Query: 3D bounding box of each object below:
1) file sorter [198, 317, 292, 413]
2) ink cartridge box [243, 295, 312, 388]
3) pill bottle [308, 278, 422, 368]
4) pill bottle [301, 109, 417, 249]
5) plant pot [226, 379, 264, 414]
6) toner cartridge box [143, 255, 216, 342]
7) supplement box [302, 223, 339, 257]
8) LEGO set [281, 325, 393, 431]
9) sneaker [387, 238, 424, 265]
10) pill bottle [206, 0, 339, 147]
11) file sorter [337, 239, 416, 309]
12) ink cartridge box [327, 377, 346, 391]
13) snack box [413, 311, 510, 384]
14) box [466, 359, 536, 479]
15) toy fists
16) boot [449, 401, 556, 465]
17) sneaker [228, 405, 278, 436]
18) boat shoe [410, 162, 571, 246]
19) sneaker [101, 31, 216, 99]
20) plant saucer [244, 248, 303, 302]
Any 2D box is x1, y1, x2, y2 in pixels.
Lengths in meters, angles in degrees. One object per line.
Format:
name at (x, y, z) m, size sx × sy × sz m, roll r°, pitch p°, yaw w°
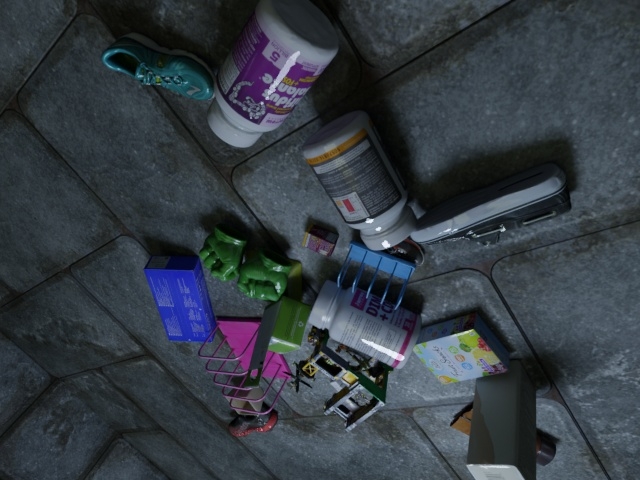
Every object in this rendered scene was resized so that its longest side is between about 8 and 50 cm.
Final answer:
file sorter at (-0.266, 0.440, 1.607) m, size 0.202 × 0.182 × 0.291 m, roll -3°, pitch 125°, yaw 28°
ink cartridge box at (-0.128, 0.309, 1.329) m, size 0.097 × 0.255 × 0.189 m, roll 20°, pitch 156°, yaw -15°
pill bottle at (0.120, 0.224, 1.267) m, size 0.283 × 0.160 × 0.160 m, roll 23°, pitch 132°, yaw 7°
pill bottle at (0.092, -0.125, 1.000) m, size 0.162 × 0.162 × 0.278 m, roll -17°, pitch 117°, yaw 34°
plant pot at (-0.287, 0.614, 1.814) m, size 0.109 × 0.096 × 0.109 m, roll -10°, pitch 122°, yaw 31°
toner cartridge box at (-0.468, 0.206, 1.566) m, size 0.165 × 0.075 × 0.348 m, roll 3°, pitch 128°, yaw 6°
supplement box at (0.000, 0.000, 1.224) m, size 0.083 × 0.043 × 0.055 m, roll 25°, pitch 132°, yaw 7°
LEGO set at (0.049, 0.401, 1.381) m, size 0.331 × 0.255 × 0.192 m, roll 36°, pitch 117°, yaw -15°
sneaker at (0.188, 0.020, 1.136) m, size 0.158 × 0.065 × 0.061 m, roll 39°, pitch 132°, yaw -7°
pill bottle at (-0.112, -0.330, 0.930) m, size 0.169 × 0.169 × 0.301 m, roll 41°, pitch 132°, yaw -9°
file sorter at (0.137, 0.092, 1.162) m, size 0.170 × 0.104 × 0.118 m, roll 21°, pitch 163°, yaw 9°
ink cartridge box at (0.065, 0.484, 1.575) m, size 0.028 × 0.048 × 0.083 m, roll -27°, pitch 112°, yaw 38°
snack box at (0.382, 0.303, 1.267) m, size 0.207 × 0.070 × 0.174 m, roll -29°, pitch 111°, yaw 41°
box at (0.480, 0.482, 1.197) m, size 0.121 × 0.311 × 0.148 m, roll -19°, pitch 116°, yaw 35°
toy fists at (-0.221, 0.073, 1.307) m, size 0.279 × 0.096 × 0.142 m, roll 28°, pitch 107°, yaw 10°
boot at (0.544, 0.658, 1.455) m, size 0.280 × 0.096 × 0.264 m, roll 25°, pitch 133°, yaw 7°
sneaker at (-0.307, 0.748, 1.930) m, size 0.276 × 0.098 × 0.135 m, roll -27°, pitch 112°, yaw 36°
boat shoe at (0.352, -0.042, 0.970) m, size 0.335 × 0.121 × 0.119 m, roll -21°, pitch 111°, yaw 34°
sneaker at (-0.367, -0.382, 1.050) m, size 0.275 × 0.110 × 0.107 m, roll 21°, pitch 132°, yaw 8°
plant saucer at (-0.150, 0.127, 1.396) m, size 0.188 × 0.045 × 0.188 m, roll 13°, pitch 130°, yaw 16°
